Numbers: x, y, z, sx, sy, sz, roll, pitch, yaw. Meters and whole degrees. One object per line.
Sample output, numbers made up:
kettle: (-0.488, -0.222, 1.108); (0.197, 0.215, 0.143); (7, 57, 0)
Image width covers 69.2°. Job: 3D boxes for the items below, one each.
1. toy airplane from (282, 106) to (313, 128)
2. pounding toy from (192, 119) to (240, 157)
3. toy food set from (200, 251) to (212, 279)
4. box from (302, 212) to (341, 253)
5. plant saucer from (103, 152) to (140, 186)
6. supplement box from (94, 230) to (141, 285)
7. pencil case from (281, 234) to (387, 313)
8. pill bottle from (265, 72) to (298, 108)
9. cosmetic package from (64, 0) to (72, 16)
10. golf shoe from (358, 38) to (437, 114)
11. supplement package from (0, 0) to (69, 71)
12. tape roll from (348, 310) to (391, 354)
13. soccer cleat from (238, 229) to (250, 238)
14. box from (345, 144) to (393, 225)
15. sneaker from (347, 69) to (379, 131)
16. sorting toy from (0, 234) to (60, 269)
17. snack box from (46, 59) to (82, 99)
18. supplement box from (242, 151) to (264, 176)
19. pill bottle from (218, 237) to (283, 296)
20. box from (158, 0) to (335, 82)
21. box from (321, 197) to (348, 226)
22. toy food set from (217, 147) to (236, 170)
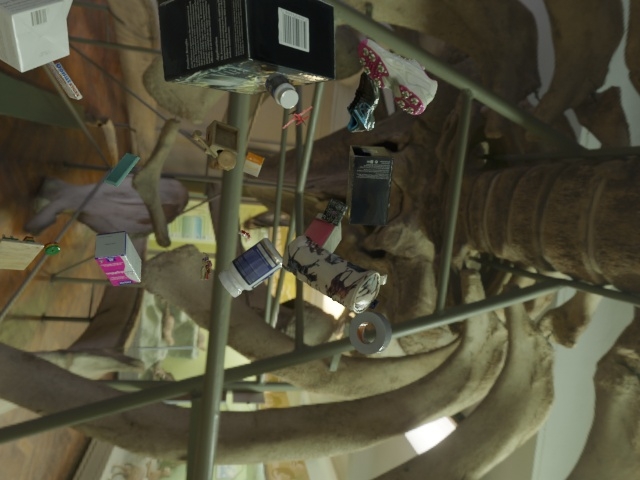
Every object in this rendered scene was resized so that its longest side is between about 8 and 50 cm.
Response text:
toy airplane: (-0.086, -0.501, 1.896); (0.028, 0.151, 0.151); (61, -21, 14)
pounding toy: (-0.468, -0.422, 2.024); (0.094, 0.206, 0.181); (-25, -121, 49)
toy food set: (-0.481, 0.114, 1.969); (0.078, 0.019, 0.122); (53, 34, -67)
box: (0.000, 0.000, 2.288); (0.148, 0.127, 0.232); (86, 28, -44)
plant saucer: (-0.867, -0.313, 2.027); (0.018, 0.067, 0.192); (103, 6, -53)
supplement box: (-0.793, 0.074, 1.832); (0.220, 0.111, 0.113); (94, -15, -57)
pencil case: (0.036, 0.114, 1.713); (0.410, 0.184, 0.159); (27, -57, 39)
pill bottle: (-0.132, -0.509, 1.584); (0.137, 0.078, 0.078); (56, -36, 42)
cosmetic package: (-0.947, -0.760, 1.598); (0.239, 0.099, 0.060); (-47, -169, 32)
golf shoe: (0.257, -0.560, 1.541); (0.140, 0.306, 0.115); (-45, -178, -16)
supplement package: (-0.914, -0.656, 1.338); (0.177, 0.293, 0.175); (-54, 172, -44)
tape roll: (0.256, 0.477, 2.405); (0.219, 0.072, 0.219); (-6, -101, 35)
soccer cleat: (-0.380, -0.029, 2.321); (0.083, 0.036, 0.029); (42, 43, -56)
box: (0.223, -0.268, 2.189); (0.343, 0.179, 0.312); (-88, -178, -70)
sneaker: (0.214, -0.701, 2.383); (0.340, 0.140, 0.125); (89, -23, -45)
sorting toy: (-0.999, 0.033, 1.487); (0.132, 0.274, 0.046); (-41, -114, 18)
snack box: (-0.890, -0.568, 1.589); (0.022, 0.064, 0.178); (-49, 143, -27)
supplement box: (-0.251, -0.284, 1.737); (0.098, 0.062, 0.036); (132, -23, -64)
pill bottle: (-0.297, 0.119, 2.006); (0.153, 0.265, 0.153); (54, -3, 4)
box: (-0.269, -0.754, 1.770); (0.472, 0.480, 0.297); (6, -79, 38)
box: (0.050, -0.099, 1.633); (0.083, 0.067, 0.018); (-65, 160, 5)
toy food set: (-0.389, -0.334, 1.931); (0.082, 0.083, 0.020); (-41, -174, 7)
